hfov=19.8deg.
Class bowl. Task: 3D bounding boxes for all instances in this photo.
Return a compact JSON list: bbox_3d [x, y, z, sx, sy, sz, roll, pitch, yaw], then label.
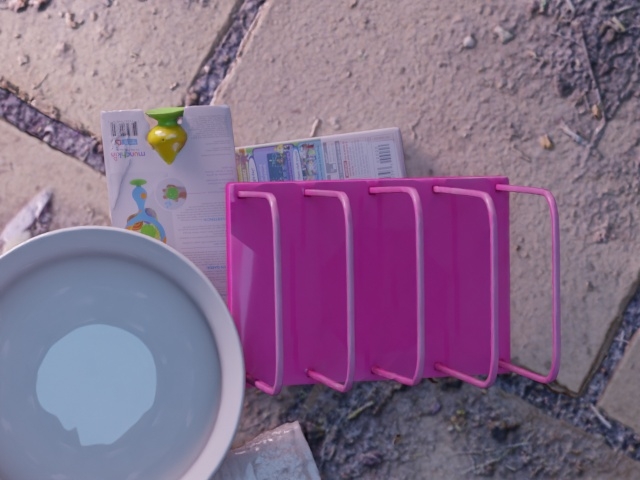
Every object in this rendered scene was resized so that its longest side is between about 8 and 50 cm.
[{"bbox_3d":[-0.219,0.141,1.796,0.298,0.134,0.298,0,83,-2],"label":"bowl"}]

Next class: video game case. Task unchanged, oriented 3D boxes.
[{"bbox_3d":[0.000,0.000,1.883,0.193,0.023,0.212,-7,87,-2],"label":"video game case"}]

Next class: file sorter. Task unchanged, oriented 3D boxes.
[{"bbox_3d":[0.071,0.044,1.762,0.291,0.182,0.202,-2,94,-15],"label":"file sorter"}]

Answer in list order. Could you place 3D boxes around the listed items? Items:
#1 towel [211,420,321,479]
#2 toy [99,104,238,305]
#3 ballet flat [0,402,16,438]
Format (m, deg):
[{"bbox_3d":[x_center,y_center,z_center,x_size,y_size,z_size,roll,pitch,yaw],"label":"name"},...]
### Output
[{"bbox_3d":[-0.061,0.343,1.845,0.187,0.049,0.282,-20,87,-4],"label":"towel"},{"bbox_3d":[-0.139,-0.021,1.854,0.137,0.056,0.237,-2,107,14],"label":"toy"},{"bbox_3d":[-0.435,0.253,1.802,0.342,0.124,0.116,-33,88,-4],"label":"ballet flat"}]
